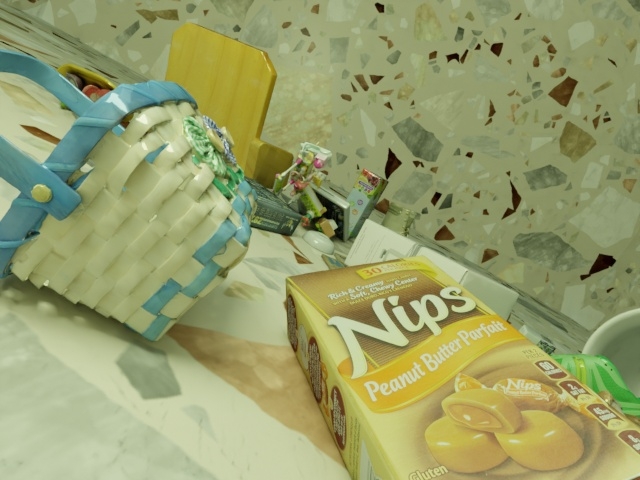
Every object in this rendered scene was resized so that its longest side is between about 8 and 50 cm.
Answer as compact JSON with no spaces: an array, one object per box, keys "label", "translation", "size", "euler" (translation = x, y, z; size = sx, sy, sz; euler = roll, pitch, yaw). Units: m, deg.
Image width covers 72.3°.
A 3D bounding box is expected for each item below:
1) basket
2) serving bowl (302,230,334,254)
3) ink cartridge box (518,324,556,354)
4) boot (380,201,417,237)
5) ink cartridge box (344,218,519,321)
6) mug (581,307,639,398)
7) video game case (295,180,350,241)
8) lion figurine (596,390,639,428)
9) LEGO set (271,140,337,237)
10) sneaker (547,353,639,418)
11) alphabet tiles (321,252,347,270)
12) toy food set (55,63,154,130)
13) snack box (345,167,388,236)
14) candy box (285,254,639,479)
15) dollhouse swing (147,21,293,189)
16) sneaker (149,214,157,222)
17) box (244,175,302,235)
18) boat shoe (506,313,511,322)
[{"label":"basket","translation":[-0.200,-0.071,0.405],"size":[0.289,0.201,0.255],"euler":[37,10,-16]},{"label":"serving bowl","translation":[0.000,0.000,1.031],"size":[0.083,0.027,0.083],"euler":[29,12,-7]},{"label":"ink cartridge box","translation":[0.378,0.220,0.827],"size":[0.063,0.115,0.029],"euler":[30,24,-1]},{"label":"boot","translation":[0.278,-0.018,1.439],"size":[0.213,0.165,0.077],"euler":[36,14,34]},{"label":"ink cartridge box","translation":[0.219,0.079,0.893],"size":[0.207,0.117,0.283],"euler":[22,7,-39]},{"label":"mug","translation":[0.707,0.341,0.840],"size":[0.328,0.276,0.374],"euler":[28,40,-45]},{"label":"video game case","translation":[0.004,-0.088,1.191],"size":[0.173,0.022,0.190],"euler":[34,-21,17]},{"label":"lion figurine","translation":[0.318,0.255,0.550],"size":[0.240,0.142,0.392],"euler":[25,-4,14]},{"label":"LEGO set","translation":[-0.043,-0.105,1.062],"size":[0.132,0.107,0.287],"euler":[27,-35,26]},{"label":"sneaker","translation":[0.434,0.243,0.766],"size":[0.295,0.123,0.109],"euler":[32,-16,6]},{"label":"alphabet tiles","translation":[0.150,0.125,0.912],"size":[0.285,0.011,0.342],"euler":[25,13,-25]},{"label":"toy food set","translation":[-0.478,-0.287,0.931],"size":[0.218,0.071,0.128],"euler":[23,-27,11]},{"label":"snack box","translation":[0.124,-0.111,1.354],"size":[0.070,0.207,0.174],"euler":[33,13,12]},{"label":"candy box","translation":[0.095,0.126,0.401],"size":[0.183,0.087,0.316],"euler":[-7,26,-18]},{"label":"dollhouse swing","translation":[-0.234,-0.350,1.186],"size":[0.347,0.305,0.315],"euler":[27,10,15]},{"label":"sneaker","translation":[-0.197,-0.050,0.630],"size":[0.081,0.080,0.211],"euler":[36,11,12]},{"label":"box","translation":[-0.173,-0.094,0.928],"size":[0.183,0.059,0.233],"euler":[37,13,33]},{"label":"boat shoe","translation":[0.370,0.146,1.145],"size":[0.277,0.098,0.096],"euler":[25,13,-16]}]
